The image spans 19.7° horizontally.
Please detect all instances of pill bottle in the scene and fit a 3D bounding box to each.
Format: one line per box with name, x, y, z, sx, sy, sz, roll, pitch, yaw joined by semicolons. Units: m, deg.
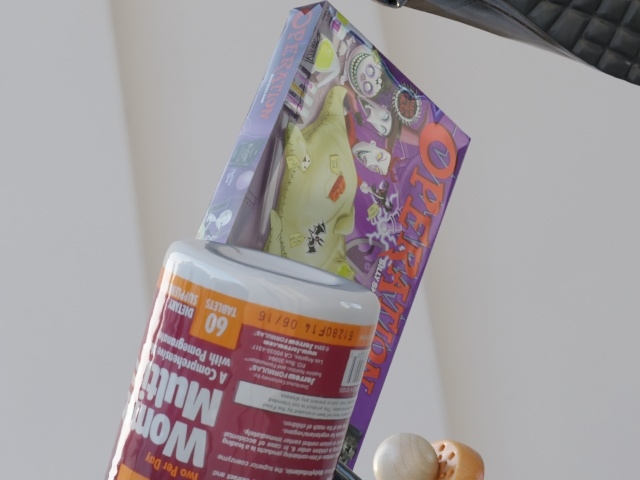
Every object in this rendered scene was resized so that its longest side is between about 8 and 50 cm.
pill bottle;-0.052;0.119;0.996;0.121;0.221;0.121;15;5;-1

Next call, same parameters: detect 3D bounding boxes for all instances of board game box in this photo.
board game box;0.000;0.000;1.518;0.056;0.347;0.208;-5;-36;42

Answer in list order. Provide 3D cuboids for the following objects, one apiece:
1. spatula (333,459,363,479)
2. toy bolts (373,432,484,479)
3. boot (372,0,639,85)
spatula;0.080;0.232;1.381;0.296;0.084;0.030;38;-31;-24
toy bolts;0.111;0.286;1.623;0.158;0.218;0.228;39;-14;-26
boot;0.077;-0.176;1.029;0.338;0.118;0.223;18;5;-18
